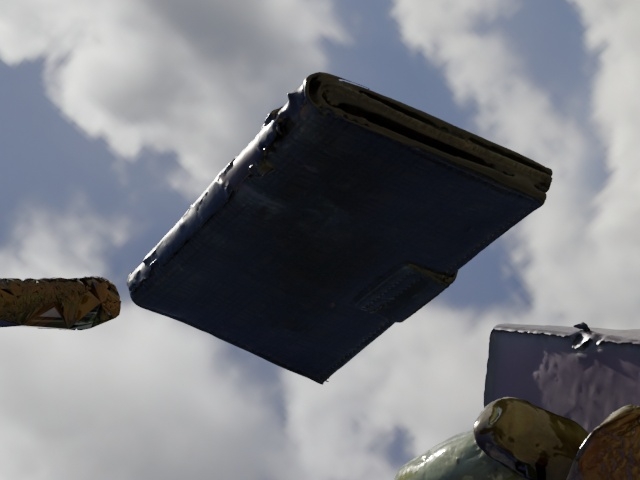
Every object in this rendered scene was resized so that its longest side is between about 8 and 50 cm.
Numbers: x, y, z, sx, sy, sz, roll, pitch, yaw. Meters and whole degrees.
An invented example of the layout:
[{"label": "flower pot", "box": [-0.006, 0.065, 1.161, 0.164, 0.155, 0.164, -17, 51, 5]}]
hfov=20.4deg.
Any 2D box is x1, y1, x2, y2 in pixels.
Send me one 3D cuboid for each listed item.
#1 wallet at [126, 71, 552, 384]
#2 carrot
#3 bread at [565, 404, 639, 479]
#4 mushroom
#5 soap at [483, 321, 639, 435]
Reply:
[{"label": "wallet", "box": [0.000, -0.001, 1.144, 0.169, 0.317, 0.044, 22, -121, -16]}, {"label": "carrot", "box": [-0.329, 0.069, 1.986, 0.228, 0.069, 0.069, 2, -132, -39]}, {"label": "bread", "box": [0.222, 0.179, 1.177, 0.129, 0.126, 0.044, 24, -168, 26]}, {"label": "mushroom", "box": [0.100, 0.210, 1.380, 0.107, 0.333, 0.087, 25, -122, -12]}, {"label": "soap", "box": [0.326, 0.124, 1.437, 0.285, 0.107, 0.296, 3, 180, -26]}]
